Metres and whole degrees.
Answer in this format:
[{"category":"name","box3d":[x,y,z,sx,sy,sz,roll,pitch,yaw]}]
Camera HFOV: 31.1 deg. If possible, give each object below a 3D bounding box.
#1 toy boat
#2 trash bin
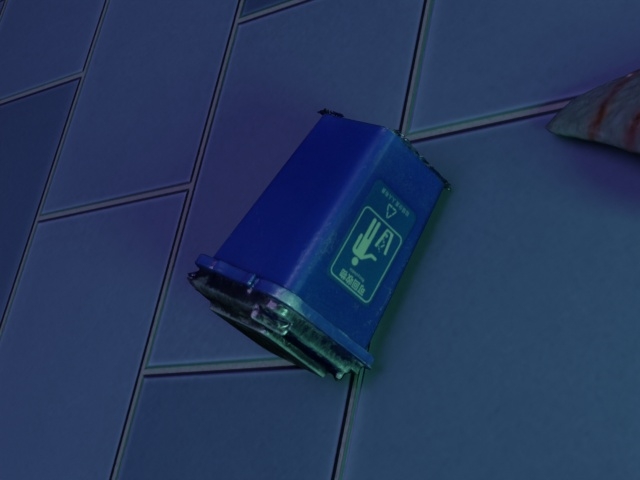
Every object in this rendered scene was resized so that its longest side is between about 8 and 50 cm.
[{"category":"toy boat","box3d":[0.309,-0.105,0.981,0.206,0.096,0.282,-52,28,-5]},{"category":"trash bin","box3d":[0.000,0.000,1.144,0.184,0.162,0.234,20,75,48]}]
